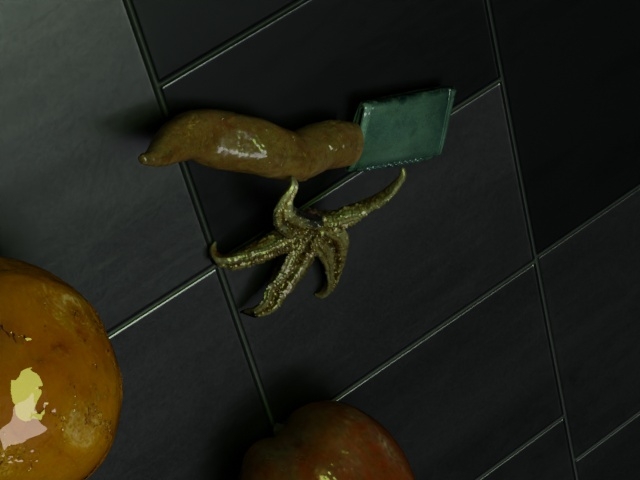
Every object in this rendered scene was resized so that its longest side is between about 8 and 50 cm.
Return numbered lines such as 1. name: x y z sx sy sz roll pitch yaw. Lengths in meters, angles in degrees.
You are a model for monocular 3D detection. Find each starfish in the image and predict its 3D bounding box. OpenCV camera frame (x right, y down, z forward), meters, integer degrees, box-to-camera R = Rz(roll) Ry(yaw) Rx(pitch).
1. starfish: -0.004 -0.006 1.876 0.238 0.057 0.213 -37 149 10

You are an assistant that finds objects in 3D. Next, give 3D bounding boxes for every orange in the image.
1. orange: -0.297 0.133 1.615 0.240 0.240 0.240 -21 128 -29

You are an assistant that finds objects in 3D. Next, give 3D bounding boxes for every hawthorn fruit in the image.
1. hawthorn fruit: 0.027 0.301 1.983 0.199 0.251 0.199 -39 164 -13

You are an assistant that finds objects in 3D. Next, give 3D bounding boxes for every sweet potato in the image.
1. sweet potato: -0.077 -0.093 1.773 0.281 0.059 0.067 1 72 -40

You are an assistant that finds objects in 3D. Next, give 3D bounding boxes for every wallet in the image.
1. wallet: 0.083 -0.119 1.915 0.129 0.026 0.088 -13 128 -35
